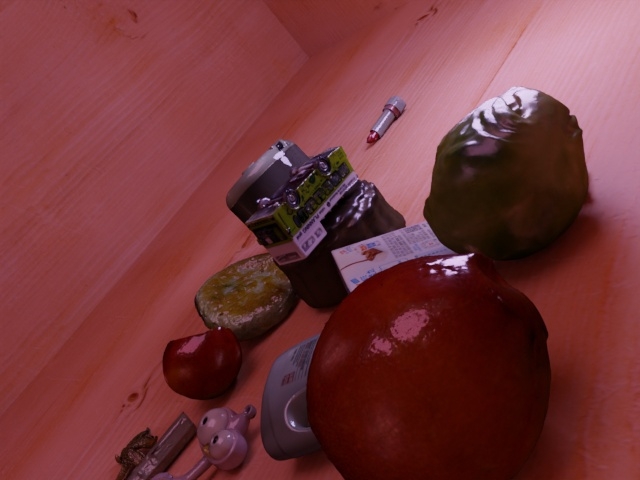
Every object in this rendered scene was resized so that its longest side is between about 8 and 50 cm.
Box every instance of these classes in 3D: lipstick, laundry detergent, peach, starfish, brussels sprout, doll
[{"bbox_3d":[0.207,-0.383,2.405,0.186,0.057,0.063,-55,24,-16],"label":"lipstick"},{"bbox_3d":[0.077,0.239,1.338,0.397,0.125,0.264,-29,22,27],"label":"laundry detergent"},{"bbox_3d":[-0.285,0.285,1.789,0.193,0.190,0.190,-70,22,3],"label":"peach"},{"bbox_3d":[-0.470,0.543,1.829,0.208,0.053,0.176,-15,44,61],"label":"starfish"},{"bbox_3d":[0.330,-0.124,1.350,0.344,0.268,0.344,-24,51,32],"label":"brussels sprout"},{"bbox_3d":[0.155,0.193,1.044,0.372,0.289,0.373,-41,24,23],"label":"peach"},{"bbox_3d":[-0.267,0.477,1.521,0.365,0.094,0.160,-46,24,-8],"label":"doll"}]

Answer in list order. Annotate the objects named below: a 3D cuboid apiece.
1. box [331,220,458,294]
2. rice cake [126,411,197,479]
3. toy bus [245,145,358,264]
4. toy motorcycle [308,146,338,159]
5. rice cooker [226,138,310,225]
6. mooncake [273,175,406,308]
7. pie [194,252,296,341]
[{"bbox_3d":[0.171,0.046,1.507,0.264,0.048,0.273,-17,22,-2],"label":"box"},{"bbox_3d":[-0.381,0.513,1.700,0.256,0.057,0.052,-50,-4,-20],"label":"rice cake"},{"bbox_3d":[-0.029,-0.086,1.636,0.113,0.139,0.302,-15,26,43],"label":"toy bus"},{"bbox_3d":[-0.082,-0.206,2.493,0.340,0.108,0.223,-26,19,20],"label":"toy motorcycle"},{"bbox_3d":[-0.097,-0.118,2.118,0.288,0.277,0.288,-46,4,4],"label":"rice cooker"},{"bbox_3d":[0.038,-0.003,1.781,0.324,0.187,0.324,-33,23,16],"label":"mooncake"},{"bbox_3d":[-0.187,0.139,1.970,0.322,0.071,0.323,-16,35,11],"label":"pie"}]
